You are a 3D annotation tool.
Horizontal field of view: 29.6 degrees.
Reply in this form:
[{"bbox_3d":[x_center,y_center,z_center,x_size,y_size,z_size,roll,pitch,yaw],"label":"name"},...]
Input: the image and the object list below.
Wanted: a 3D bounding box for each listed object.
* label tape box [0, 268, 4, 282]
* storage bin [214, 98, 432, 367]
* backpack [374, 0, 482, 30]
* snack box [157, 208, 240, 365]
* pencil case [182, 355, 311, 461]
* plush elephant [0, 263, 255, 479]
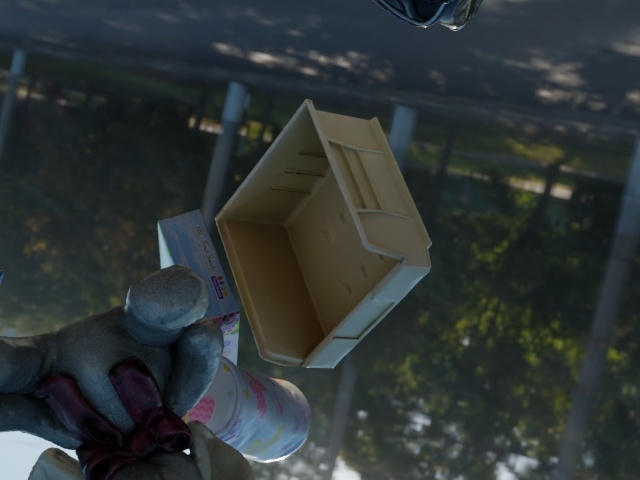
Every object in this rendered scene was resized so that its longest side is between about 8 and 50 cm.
[{"bbox_3d":[-0.543,0.092,1.311,0.333,0.241,0.106,20,-169,3],"label":"label tape box"},{"bbox_3d":[0.000,0.000,1.635,0.123,0.262,0.260,6,-130,-36],"label":"storage bin"},{"bbox_3d":[0.105,-0.380,1.331,0.253,0.225,0.191,38,-153,17],"label":"backpack"},{"bbox_3d":[-0.176,0.084,1.741,0.070,0.174,0.207,-16,153,-15],"label":"snack box"},{"bbox_3d":[-0.105,0.218,1.583,0.124,0.113,0.273,59,-172,21],"label":"pencil case"},{"bbox_3d":[-0.204,0.206,1.253,0.272,0.255,0.330,-20,169,-5],"label":"plush elephant"}]
